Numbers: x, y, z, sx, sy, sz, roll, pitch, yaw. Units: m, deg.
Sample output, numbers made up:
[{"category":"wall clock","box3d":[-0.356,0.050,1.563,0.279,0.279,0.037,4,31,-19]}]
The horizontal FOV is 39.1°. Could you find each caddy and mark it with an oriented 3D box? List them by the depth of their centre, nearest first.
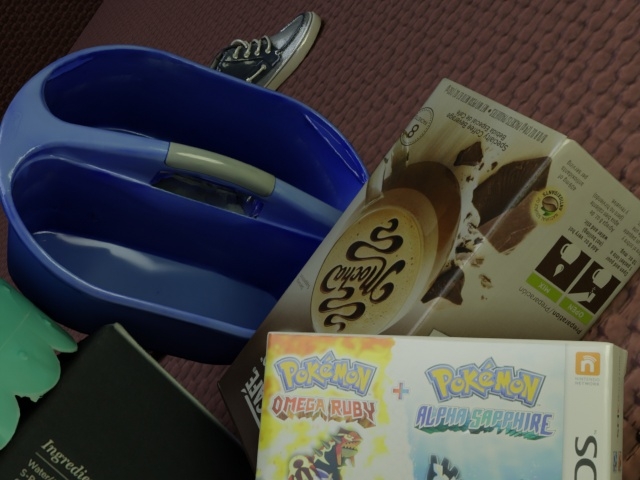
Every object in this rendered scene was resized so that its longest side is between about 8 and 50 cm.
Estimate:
[{"category":"caddy","box3d":[-0.112,-0.031,0.792,0.179,0.341,0.241,139,143,-57]}]

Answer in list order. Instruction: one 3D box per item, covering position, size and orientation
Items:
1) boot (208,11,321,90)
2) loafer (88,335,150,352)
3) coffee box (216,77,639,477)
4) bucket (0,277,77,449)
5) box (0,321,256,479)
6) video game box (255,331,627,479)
[{"category":"boot","box3d":[-0.086,-0.254,1.246,0.190,0.086,0.069,-50,28,14]},{"category":"loafer","box3d":[-0.168,0.043,1.089,0.267,0.096,0.084,-40,12,16]},{"category":"coffee box","box3d":[0.071,0.052,0.642,0.297,0.119,0.168,-54,29,7]},{"category":"bucket","box3d":[-0.346,0.107,0.691,0.281,0.183,0.281,-39,16,13]},{"category":"box","box3d":[-0.270,0.304,0.719,0.293,0.212,0.395,-28,21,43]},{"category":"video game box","box3d":[0.060,0.146,0.497,0.205,0.048,0.187,-2,75,26]}]
